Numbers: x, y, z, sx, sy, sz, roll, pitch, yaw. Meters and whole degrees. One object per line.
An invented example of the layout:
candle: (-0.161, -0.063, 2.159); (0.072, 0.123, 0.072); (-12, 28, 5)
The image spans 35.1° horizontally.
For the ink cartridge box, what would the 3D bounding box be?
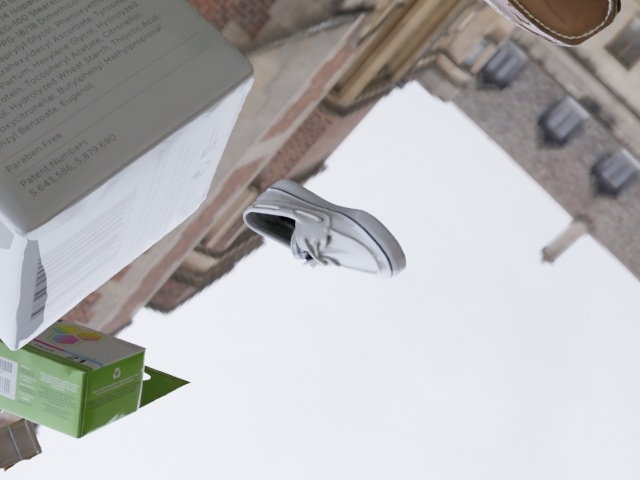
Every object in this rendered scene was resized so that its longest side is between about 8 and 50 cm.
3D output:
ink cartridge box: (-0.318, 0.163, 1.386); (0.189, 0.097, 0.255); (15, -165, 23)

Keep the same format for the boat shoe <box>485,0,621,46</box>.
boat shoe: (0.132, -0.296, 0.842); (0.324, 0.123, 0.120); (49, -158, -11)

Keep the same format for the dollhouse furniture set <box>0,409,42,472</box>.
dollhouse furniture set: (-0.476, 0.267, 1.518); (0.151, 0.076, 0.058); (67, 166, 6)

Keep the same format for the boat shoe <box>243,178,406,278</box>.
boat shoe: (0.000, 0.000, 1.321); (0.258, 0.084, 0.095); (24, 141, 45)

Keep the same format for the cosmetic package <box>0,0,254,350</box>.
cosmetic package: (-0.162, -0.074, 0.535); (0.183, 0.151, 0.151); (45, -121, 6)
